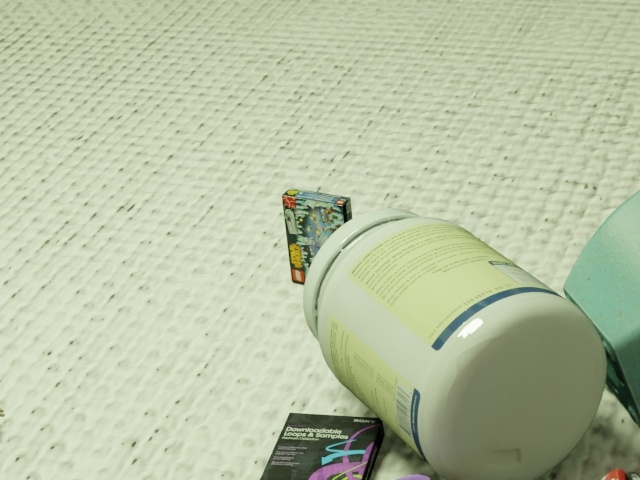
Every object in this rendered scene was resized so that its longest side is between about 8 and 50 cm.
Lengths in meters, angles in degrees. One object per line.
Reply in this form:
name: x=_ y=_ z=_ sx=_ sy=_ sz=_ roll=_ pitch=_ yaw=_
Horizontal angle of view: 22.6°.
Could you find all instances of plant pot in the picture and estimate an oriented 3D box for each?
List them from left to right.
plant pot: x=0.431 y=0.081 z=1.832 sx=0.252 sy=0.248 sz=0.247 roll=-29 pitch=32 yaw=-2

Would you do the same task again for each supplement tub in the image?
supplement tub: x=0.142 y=0.113 z=1.824 sx=0.235 sy=0.235 sz=0.325 roll=-20 pitch=32 yaw=-22

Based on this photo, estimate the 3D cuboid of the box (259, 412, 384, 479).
box: x=0.000 y=0.253 z=1.812 sx=0.116 sy=0.029 sz=0.162 roll=2 pitch=29 yaw=14

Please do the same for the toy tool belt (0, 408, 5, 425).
toy tool belt: x=-0.408 y=0.220 z=1.944 sx=0.051 sy=0.052 sz=0.083 roll=26 pitch=34 yaw=-6

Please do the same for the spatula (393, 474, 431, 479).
spatula: x=0.130 y=0.323 z=1.566 sx=0.084 sy=0.030 sz=0.296 roll=-28 pitch=42 yaw=-12

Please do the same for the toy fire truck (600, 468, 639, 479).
toy fire truck: x=0.350 y=0.307 z=1.524 sx=0.192 sy=0.047 sz=0.135 roll=27 pitch=30 yaw=-11

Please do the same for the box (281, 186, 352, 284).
box: x=0.000 y=0.000 z=2.151 sx=0.094 sy=0.137 sz=0.027 roll=10 pitch=33 yaw=28
